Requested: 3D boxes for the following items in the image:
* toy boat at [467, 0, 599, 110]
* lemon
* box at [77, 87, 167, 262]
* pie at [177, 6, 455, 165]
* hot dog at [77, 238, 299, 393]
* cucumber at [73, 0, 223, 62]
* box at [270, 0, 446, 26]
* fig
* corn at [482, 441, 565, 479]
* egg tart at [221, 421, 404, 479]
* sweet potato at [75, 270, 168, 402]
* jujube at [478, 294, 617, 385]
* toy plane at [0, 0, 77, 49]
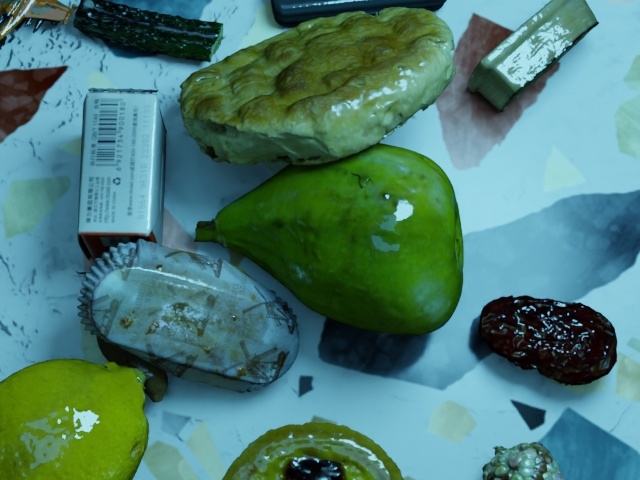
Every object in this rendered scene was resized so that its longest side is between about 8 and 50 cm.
[{"bbox_3d":[0.276,-0.246,1.505,0.188,0.116,0.061,-41,84,-10],"label":"toy boat"},{"bbox_3d":[-0.293,0.227,1.303,0.256,0.188,0.188,-35,78,-13],"label":"lemon"},{"bbox_3d":[-0.238,-0.074,1.422,0.099,0.133,0.182,1,76,-3],"label":"box"},{"bbox_3d":[-0.001,-0.185,1.401,0.339,0.339,0.083,-22,118,-8],"label":"pie"},{"bbox_3d":[-0.144,0.087,1.373,0.268,0.075,0.144,24,85,-19],"label":"hot dog"},{"bbox_3d":[-0.219,-0.268,1.517,0.187,0.058,0.058,12,74,2],"label":"cucumber"},{"bbox_3d":[0.043,-0.365,1.558,0.230,0.050,0.160,-7,73,-5],"label":"box"},{"bbox_3d":[0.019,-0.014,1.366,0.314,0.233,0.233,16,74,-4],"label":"fig"},{"bbox_3d":[0.266,0.359,1.348,0.092,0.092,0.281,-21,80,-8],"label":"corn"},{"bbox_3d":[-0.008,0.310,1.302,0.215,0.171,0.215,0,74,-1],"label":"egg tart"},{"bbox_3d":[-0.238,0.110,1.412,0.056,0.056,0.195,-29,72,-10],"label":"sweet potato"},{"bbox_3d":[0.269,0.117,1.410,0.166,0.104,0.104,8,74,5],"label":"jujube"},{"bbox_3d":[-0.390,-0.288,1.519,0.135,0.062,0.188,29,89,5],"label":"toy plane"}]
